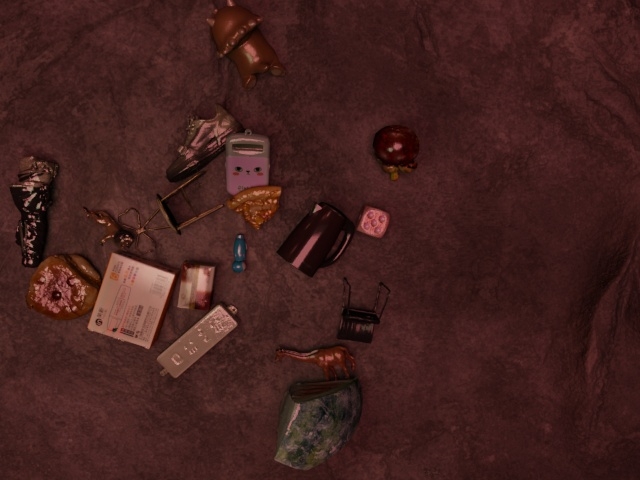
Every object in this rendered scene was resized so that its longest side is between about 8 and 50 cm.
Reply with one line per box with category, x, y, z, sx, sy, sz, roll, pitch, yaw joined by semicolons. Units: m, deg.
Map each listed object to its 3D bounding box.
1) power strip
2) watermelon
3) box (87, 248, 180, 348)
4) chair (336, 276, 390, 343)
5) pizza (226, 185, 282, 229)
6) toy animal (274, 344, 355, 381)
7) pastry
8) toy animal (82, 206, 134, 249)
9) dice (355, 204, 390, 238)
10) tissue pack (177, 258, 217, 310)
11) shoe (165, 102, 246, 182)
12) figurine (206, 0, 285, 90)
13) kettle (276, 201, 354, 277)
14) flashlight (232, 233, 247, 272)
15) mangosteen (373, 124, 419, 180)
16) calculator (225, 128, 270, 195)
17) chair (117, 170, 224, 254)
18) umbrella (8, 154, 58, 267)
power strip;-0.416;0.338;1.679;0.338;0.058;0.098;-41;98;2
watermelon;-0.035;0.573;1.655;0.388;0.259;0.228;-16;105;-43
box;-0.606;0.190;1.634;0.221;0.091;0.273;22;95;-5
chair;0.133;0.248;1.662;0.141;0.145;0.220;10;97;-4
pizza;-0.211;-0.101;1.627;0.182;0.062;0.161;-5;127;-5
toy animal;-0.015;0.410;1.708;0.224;0.066;0.229;-32;109;7
pastry;-0.829;0.153;1.611;0.229;0.100;0.218;-25;97;-2
toy animal;-0.692;-0.036;1.616;0.220;0.069;0.086;38;92;5
dice;0.172;-0.063;1.654;0.091;0.093;0.094;21;95;-6
tissue pack;-0.400;0.144;1.637;0.106;0.099;0.148;8;95;-5
shoe;-0.392;-0.318;1.587;0.293;0.109;0.149;-36;94;-3
figurine;-0.235;-0.604;1.528;0.177;0.173;0.247;-24;97;-1
kettle;0.000;0.000;1.634;0.202;0.144;0.232;36;90;-26
flashlight;-0.270;0.043;1.661;0.051;0.051;0.128;0;94;-4
mangosteen;0.234;-0.280;1.614;0.146;0.156;0.181;4;118;-38
calculator;-0.230;-0.239;1.587;0.141;0.045;0.245;2;127;-8
chair;-0.476;-0.082;1.584;0.326;0.170;0.159;-29;101;-6
umbrella;-0.904;-0.086;1.578;0.113;0.106;0.356;7;96;-8
